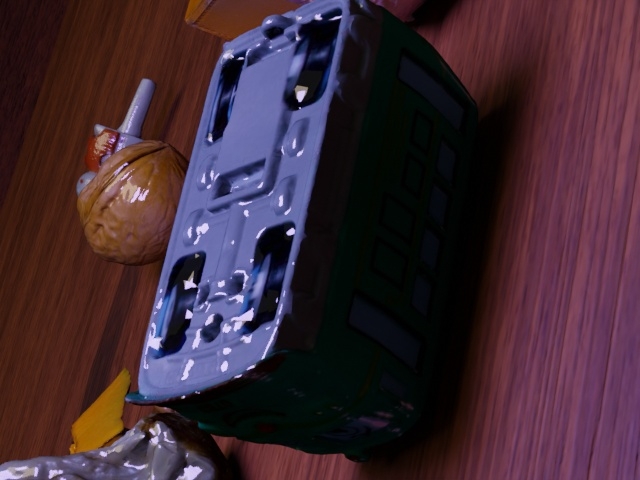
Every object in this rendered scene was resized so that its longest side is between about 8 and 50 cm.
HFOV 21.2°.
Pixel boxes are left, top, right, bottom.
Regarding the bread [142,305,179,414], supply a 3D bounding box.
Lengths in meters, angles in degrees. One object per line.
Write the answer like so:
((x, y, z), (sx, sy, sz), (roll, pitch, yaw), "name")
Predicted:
((-0.154, 0.103, 1.869), (0.114, 0.077, 0.189), (-39, 31, 49), "bread")

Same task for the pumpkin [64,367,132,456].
((-0.260, 0.279, 1.918), (0.248, 0.126, 0.131), (-43, 17, 14), "pumpkin")

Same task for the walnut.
((-0.223, -0.047, 2.144), (0.180, 0.144, 0.144), (-53, 23, 30), "walnut")

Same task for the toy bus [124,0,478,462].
((0.000, 0.000, 1.321), (0.184, 0.199, 0.343), (-16, 52, 45), "toy bus")

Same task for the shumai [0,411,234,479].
((-0.214, 0.257, 1.627), (0.225, 0.261, 0.222), (76, -151, -61), "shumai")

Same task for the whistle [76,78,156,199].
((-0.292, -0.115, 2.478), (0.102, 0.106, 0.253), (23, 91, 56), "whistle")

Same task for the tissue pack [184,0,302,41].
((-0.022, -0.346, 1.892), (0.274, 0.145, 0.194), (-38, 33, 59), "tissue pack")

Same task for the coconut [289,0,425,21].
((0.033, -0.330, 1.582), (0.233, 0.233, 0.245), (-150, 75, -72), "coconut")
